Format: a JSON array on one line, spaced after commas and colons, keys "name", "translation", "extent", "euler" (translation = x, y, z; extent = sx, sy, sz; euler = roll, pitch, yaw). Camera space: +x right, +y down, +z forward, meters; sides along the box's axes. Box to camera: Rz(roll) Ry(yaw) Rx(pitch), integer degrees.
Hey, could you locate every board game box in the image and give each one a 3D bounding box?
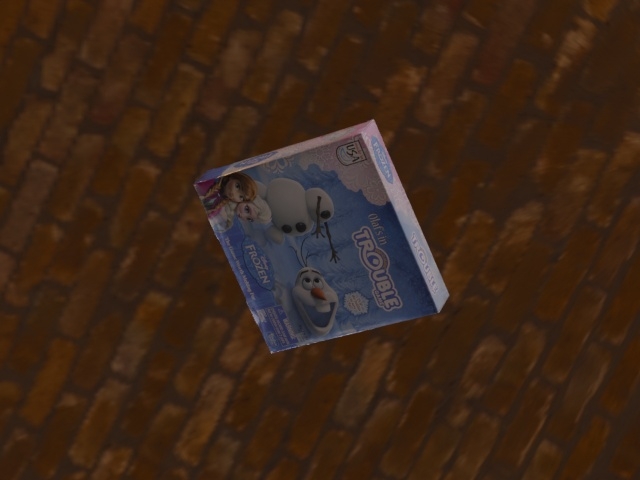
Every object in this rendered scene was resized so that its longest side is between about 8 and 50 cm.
[{"name": "board game box", "translation": [0.000, 0.000, 0.743], "extent": [0.090, 0.020, 0.090], "euler": [-16, -72, 27]}]
